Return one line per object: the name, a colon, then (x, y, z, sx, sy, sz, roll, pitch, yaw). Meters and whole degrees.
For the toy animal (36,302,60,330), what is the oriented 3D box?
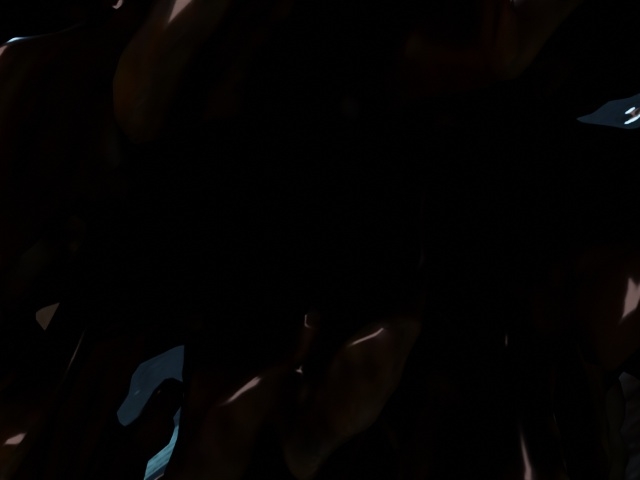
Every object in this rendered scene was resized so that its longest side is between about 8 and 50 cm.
toy animal: (-0.206, 0.037, 1.161, 0.198, 0.171, 0.171, -22, 21, 43)

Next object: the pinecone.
pinecone: (0.005, -0.047, 0.612, 0.398, 0.397, 0.398, -33, 16, 11)

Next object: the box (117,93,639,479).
box: (0.020, 0.031, 0.897, 0.350, 0.058, 0.211, -36, 17, 1)
